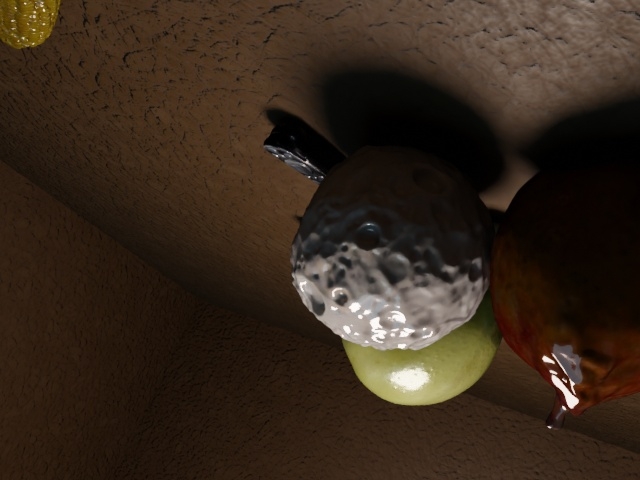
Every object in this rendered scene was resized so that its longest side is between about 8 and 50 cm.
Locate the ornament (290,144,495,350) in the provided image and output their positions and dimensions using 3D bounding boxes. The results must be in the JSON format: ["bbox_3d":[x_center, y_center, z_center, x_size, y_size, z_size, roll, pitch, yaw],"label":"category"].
[{"bbox_3d":[0.125,0.015,0.960,0.336,0.337,0.337,21,162,7],"label":"ornament"}]

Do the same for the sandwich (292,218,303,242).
[{"bbox_3d":[0.000,0.000,1.502,0.116,0.074,0.074,13,160,32],"label":"sandwich"}]

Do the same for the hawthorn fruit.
[{"bbox_3d":[0.370,0.049,0.799,0.308,0.324,0.308,31,143,26],"label":"hawthorn fruit"}]

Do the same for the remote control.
[{"bbox_3d":[0.007,-0.140,1.129,0.265,0.066,0.090,32,175,-37],"label":"remote control"}]

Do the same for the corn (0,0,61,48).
[{"bbox_3d":[-0.463,-0.385,0.909,0.119,0.119,0.321,31,160,-23],"label":"corn"}]

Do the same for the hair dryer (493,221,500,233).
[{"bbox_3d":[0.312,0.101,1.069,0.229,0.267,0.092,17,177,33],"label":"hair dryer"}]

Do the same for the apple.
[{"bbox_3d":[0.225,0.179,1.306,0.357,0.358,0.357,21,162,7],"label":"apple"}]
